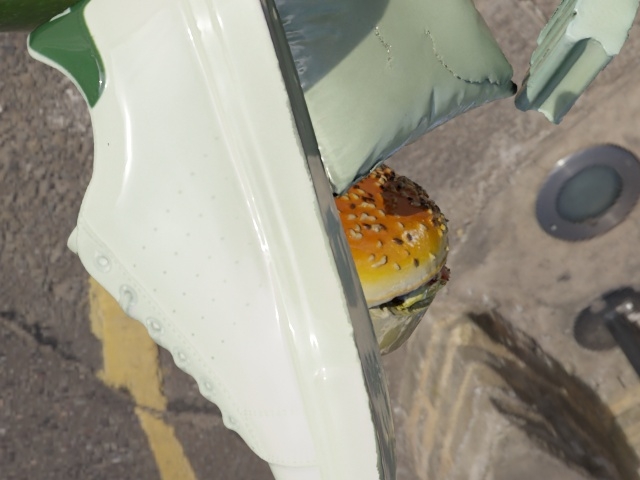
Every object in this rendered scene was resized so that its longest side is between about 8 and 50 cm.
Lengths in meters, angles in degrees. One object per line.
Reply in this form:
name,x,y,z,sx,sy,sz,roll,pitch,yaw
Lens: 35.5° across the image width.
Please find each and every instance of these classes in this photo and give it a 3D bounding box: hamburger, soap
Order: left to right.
hamburger,0.000,0.000,1.118,0.300,0.300,0.176,3,121,-19
soap,0.278,-0.215,1.087,0.063,0.114,0.198,22,166,1

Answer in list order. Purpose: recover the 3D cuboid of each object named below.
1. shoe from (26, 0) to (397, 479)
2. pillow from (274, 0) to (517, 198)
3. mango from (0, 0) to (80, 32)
shoe,-0.043,0.012,0.418,0.110,0.095,0.264,-13,90,6
pillow,0.043,-0.229,0.987,0.312,0.119,0.310,-34,97,-36
mango,-0.216,-0.245,0.647,0.225,0.201,0.382,-36,170,33
